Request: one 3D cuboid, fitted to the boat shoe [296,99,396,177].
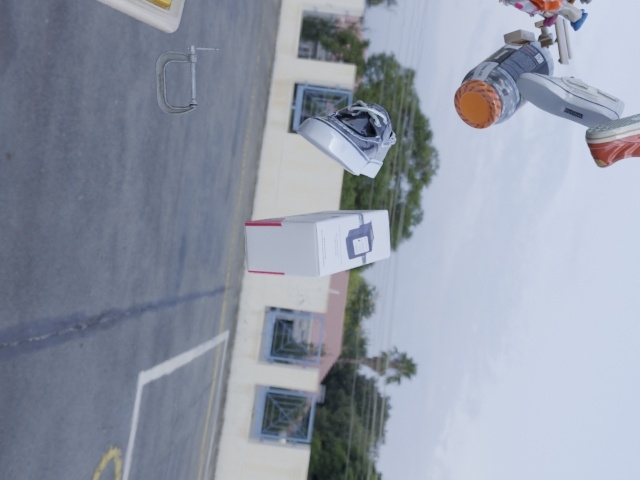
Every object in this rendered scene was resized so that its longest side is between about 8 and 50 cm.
[{"bbox_3d":[0.056,-0.160,0.912,0.102,0.108,0.301,-55,166,11],"label":"boat shoe"}]

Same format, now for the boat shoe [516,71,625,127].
[{"bbox_3d":[0.633,-0.370,1.545,0.088,0.267,0.096,-55,158,-15],"label":"boat shoe"}]

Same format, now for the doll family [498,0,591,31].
[{"bbox_3d":[0.403,-0.480,1.117,0.118,0.163,0.263,-60,-172,18],"label":"doll family"}]

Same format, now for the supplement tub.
[{"bbox_3d":[0.568,-0.487,1.902,0.316,0.193,0.194,-39,154,-29],"label":"supplement tub"}]

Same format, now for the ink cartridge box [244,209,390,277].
[{"bbox_3d":[0.000,0.000,1.152,0.237,0.171,0.100,-11,100,-52],"label":"ink cartridge box"}]

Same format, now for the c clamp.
[{"bbox_3d":[-0.304,-0.359,1.368,0.022,0.137,0.161,-87,-175,-72],"label":"c clamp"}]

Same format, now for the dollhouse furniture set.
[{"bbox_3d":[0.594,-0.517,1.657,0.144,0.151,0.123,-16,97,-51],"label":"dollhouse furniture set"}]

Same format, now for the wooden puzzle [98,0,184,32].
[{"bbox_3d":[-0.383,-0.601,1.312,0.044,0.220,0.239,0,-105,56],"label":"wooden puzzle"}]

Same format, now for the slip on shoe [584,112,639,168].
[{"bbox_3d":[0.780,-0.241,1.396,0.123,0.331,0.101,-82,159,-70],"label":"slip on shoe"}]
